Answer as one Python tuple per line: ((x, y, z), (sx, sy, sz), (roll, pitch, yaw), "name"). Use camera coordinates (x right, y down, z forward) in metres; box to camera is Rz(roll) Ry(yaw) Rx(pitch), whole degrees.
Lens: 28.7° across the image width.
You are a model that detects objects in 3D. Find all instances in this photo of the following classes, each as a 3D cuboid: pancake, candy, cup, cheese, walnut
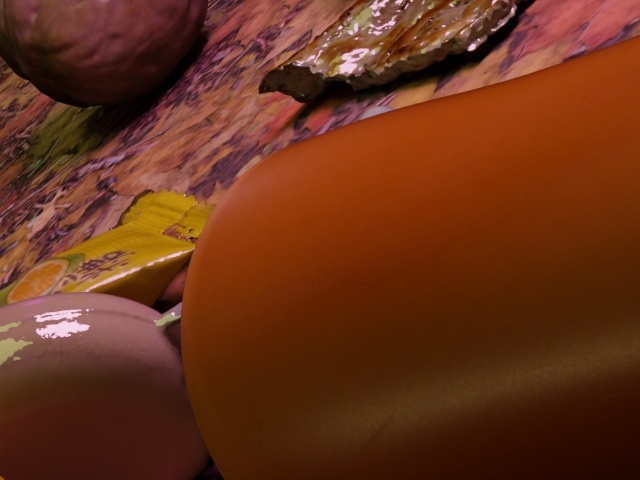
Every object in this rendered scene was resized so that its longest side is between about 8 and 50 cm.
((0.107, -0.199, 0.964), (0.376, 0.054, 0.197), (-32, 26, 20), "pancake")
((-0.204, 0.066, 0.926), (0.297, 0.081, 0.187), (-48, 27, -16), "candy")
((0.077, 0.040, 0.416), (0.264, 0.182, 0.226), (-24, 52, 54), "cup")
((-0.105, 0.083, 0.685), (0.286, 0.163, 0.082), (-30, 38, 5), "cheese")
((-0.252, -0.262, 1.379), (0.248, 0.248, 0.248), (-33, 25, 17), "walnut")

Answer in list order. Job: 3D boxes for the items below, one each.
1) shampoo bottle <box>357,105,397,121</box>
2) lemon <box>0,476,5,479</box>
((0.000, 0.000, 0.776), (0.056, 0.056, 0.195), (-4, 43, 53), "shampoo bottle")
((-0.234, 0.202, 0.554), (0.263, 0.236, 0.236), (-9, 36, 25), "lemon")
